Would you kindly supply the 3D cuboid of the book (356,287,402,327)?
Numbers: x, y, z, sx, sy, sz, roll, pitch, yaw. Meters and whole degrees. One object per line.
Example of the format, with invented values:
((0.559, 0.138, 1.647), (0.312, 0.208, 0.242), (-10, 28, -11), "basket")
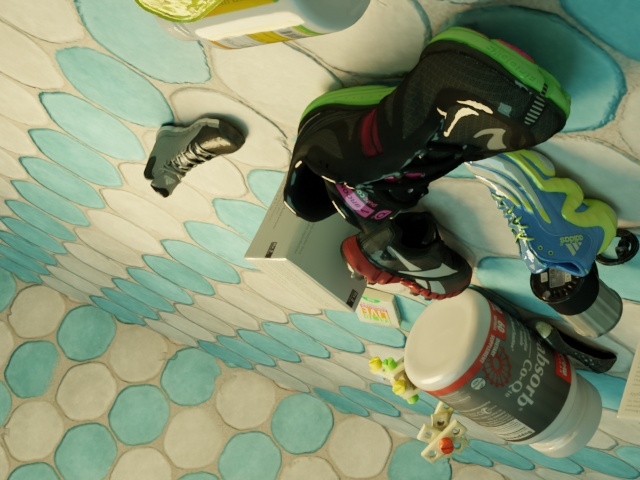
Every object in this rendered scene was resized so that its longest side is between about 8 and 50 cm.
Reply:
((0.124, 0.144, 1.956), (0.096, 0.035, 0.144), (13, 156, 20), "book")

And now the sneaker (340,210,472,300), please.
((0.169, 0.022, 1.472), (0.276, 0.097, 0.135), (16, 130, -38), "sneaker")

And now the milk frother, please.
((0.397, 0.058, 1.277), (0.143, 0.129, 0.135), (2, 156, 44), "milk frother")

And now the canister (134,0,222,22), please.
((-0.117, -0.310, 0.852), (0.073, 0.169, 0.126), (18, 158, -30), "canister")

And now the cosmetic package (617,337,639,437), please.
((0.588, 0.234, 1.408), (0.151, 0.183, 0.151), (39, 156, -32), "cosmetic package")

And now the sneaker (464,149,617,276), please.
((0.279, -0.034, 1.177), (0.240, 0.126, 0.091), (28, 160, -9), "sneaker")

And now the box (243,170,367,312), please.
((0.000, 0.000, 1.508), (0.119, 0.180, 0.182), (0, 148, 48), "box")

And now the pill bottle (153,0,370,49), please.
((-0.074, -0.278, 0.959), (0.246, 0.136, 0.136), (4, 151, 45), "pill bottle")

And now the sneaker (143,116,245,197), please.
((-0.223, -0.129, 1.515), (0.086, 0.132, 0.229), (39, 156, -33), "sneaker")

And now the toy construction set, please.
((0.238, 0.312, 1.917), (0.151, 0.215, 0.327), (58, -177, -32), "toy construction set")

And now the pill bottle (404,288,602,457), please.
((0.354, 0.262, 1.715), (0.363, 0.210, 0.210), (33, 159, -24), "pill bottle")

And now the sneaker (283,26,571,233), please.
((0.110, -0.104, 1.085), (0.185, 0.202, 0.483), (32, 159, -21), "sneaker")

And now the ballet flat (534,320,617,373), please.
((0.470, 0.190, 1.660), (0.173, 0.057, 0.049), (29, 119, -14), "ballet flat")
